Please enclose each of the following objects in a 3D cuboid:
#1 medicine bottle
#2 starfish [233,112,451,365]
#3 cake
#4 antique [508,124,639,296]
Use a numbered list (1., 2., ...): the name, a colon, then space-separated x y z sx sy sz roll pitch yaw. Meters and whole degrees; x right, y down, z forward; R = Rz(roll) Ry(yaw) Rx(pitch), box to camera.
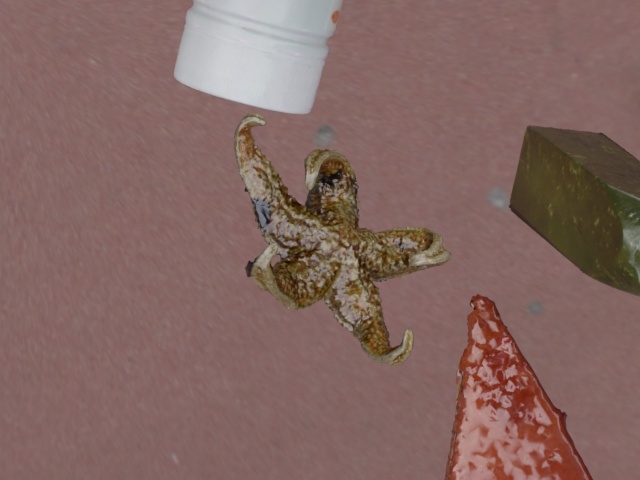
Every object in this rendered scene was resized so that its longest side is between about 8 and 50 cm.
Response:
1. medicine bottle: -0.019 -0.097 0.565 0.057 0.057 0.089 12 101 -15
2. starfish: 0.000 -0.001 1.038 0.190 0.074 0.146 41 51 -7
3. cake: 0.088 0.193 0.929 0.160 0.158 0.262 -21 64 -10
4. antique: 0.242 -0.025 1.257 0.080 0.221 0.081 2 111 -18
